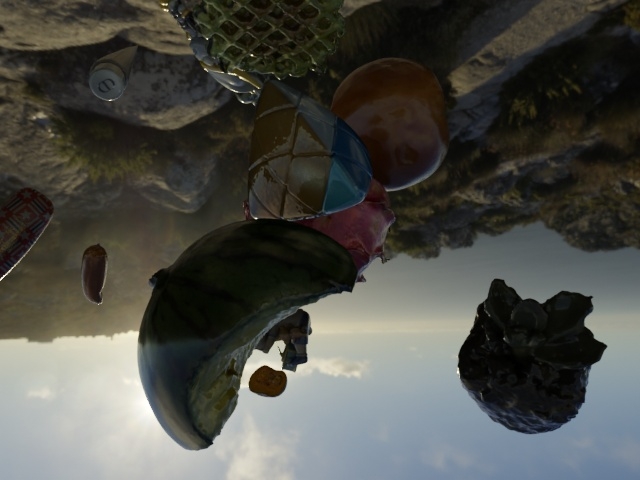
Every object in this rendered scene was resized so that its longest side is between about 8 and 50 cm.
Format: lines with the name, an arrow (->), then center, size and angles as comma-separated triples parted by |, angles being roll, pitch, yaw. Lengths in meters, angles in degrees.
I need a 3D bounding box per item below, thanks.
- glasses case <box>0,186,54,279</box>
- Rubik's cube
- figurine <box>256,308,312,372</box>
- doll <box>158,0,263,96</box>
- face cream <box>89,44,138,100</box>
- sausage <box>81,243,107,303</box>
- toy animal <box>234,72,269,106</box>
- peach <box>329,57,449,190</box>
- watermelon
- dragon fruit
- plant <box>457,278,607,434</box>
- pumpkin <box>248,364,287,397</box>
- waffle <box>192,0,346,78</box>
glasses case -> -0.519, 0.001, 0.749 | 0.073, 0.195, 0.049 | 43, 156, -30
Rubik's cube -> -0.015, -0.175, 0.796 | 0.254, 0.255, 0.254 | -1, 169, 0
figurine -> -0.154, 0.211, 1.063 | 0.275, 0.158, 0.161 | 15, -160, 1
doll -> -0.260, -0.473, 1.125 | 0.316, 0.103, 0.145 | 45, 153, -19
face cream -> -0.565, -0.465, 1.239 | 0.143, 0.314, 0.089 | -26, 127, 0
sausage -> -0.552, 0.084, 1.109 | 0.054, 0.183, 0.062 | -11, -138, -44
toy animal -> -0.196, -0.442, 1.379 | 0.073, 0.176, 0.216 | 11, -165, 30
peach -> 0.170, -0.301, 1.208 | 0.301, 0.343, 0.343 | -15, 167, 5
watermelon -> -0.124, 0.083, 0.613 | 0.189, 0.331, 0.330 | 49, 149, -15
dragon fruit -> 0.000, 0.000, 1.104 | 0.385, 0.249, 0.371 | 5, 154, -10
plant -> 0.365, 0.206, 0.812 | 0.215, 0.213, 0.312 | 16, 154, 25
pumpkin -> -0.083, 0.242, 0.767 | 0.083, 0.050, 0.028 | 1, 140, 44
waffle -> -0.103, -0.461, 0.957 | 0.316, 0.073, 0.297 | -4, 157, -5
